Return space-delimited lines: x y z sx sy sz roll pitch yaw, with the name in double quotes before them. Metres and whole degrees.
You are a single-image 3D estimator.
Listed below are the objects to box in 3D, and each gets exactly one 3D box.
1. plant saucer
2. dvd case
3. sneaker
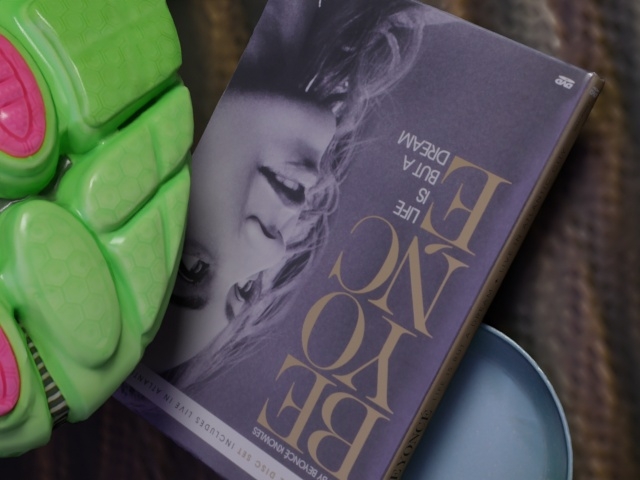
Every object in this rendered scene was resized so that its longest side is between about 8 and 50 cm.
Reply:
"plant saucer" 0.049 0.090 0.526 0.119 0.021 0.119 -2 86 25
"dvd case" 0.000 0.000 0.539 0.164 0.018 0.221 30 96 32
"sneaker" -0.211 -0.106 0.586 0.483 0.185 0.202 58 145 24
